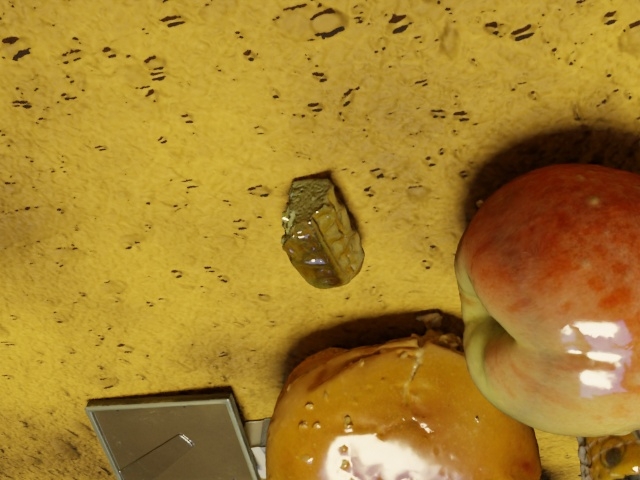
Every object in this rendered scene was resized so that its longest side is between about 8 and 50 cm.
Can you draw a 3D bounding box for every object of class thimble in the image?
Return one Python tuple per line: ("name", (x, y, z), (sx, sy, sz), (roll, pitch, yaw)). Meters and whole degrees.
("thimble", (0.376, 0.240, 0.823), (0.151, 0.118, 0.127), (21, 135, -19))

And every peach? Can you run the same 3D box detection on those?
("peach", (0.224, 0.044, 0.571), (0.232, 0.232, 0.232), (2, 137, 2))

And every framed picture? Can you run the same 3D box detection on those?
("framed picture", (-0.189, 0.263, 0.919), (0.203, 0.015, 0.150), (-7, 115, 16))

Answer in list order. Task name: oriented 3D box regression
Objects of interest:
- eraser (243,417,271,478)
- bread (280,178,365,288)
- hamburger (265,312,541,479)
("eraser", (0.011, 0.264, 0.927), (0.212, 0.046, 0.092), (-9, 134, 14))
("bread", (0.000, 0.000, 0.638), (0.066, 0.060, 0.110), (-33, 134, -5))
("hamburger", (0.087, 0.239, 0.773), (0.289, 0.170, 0.314), (-10, 107, 3))
